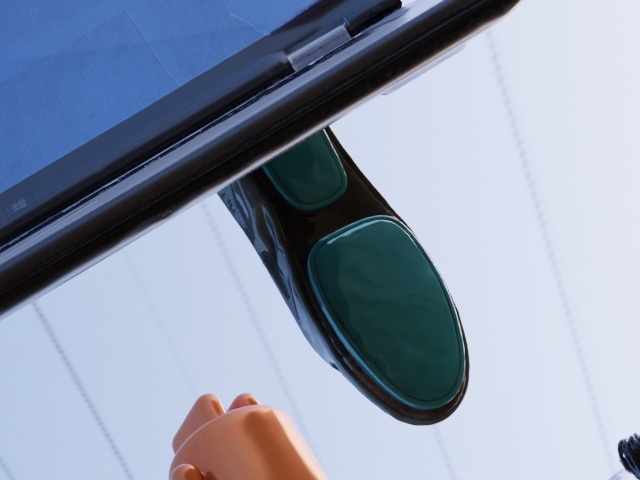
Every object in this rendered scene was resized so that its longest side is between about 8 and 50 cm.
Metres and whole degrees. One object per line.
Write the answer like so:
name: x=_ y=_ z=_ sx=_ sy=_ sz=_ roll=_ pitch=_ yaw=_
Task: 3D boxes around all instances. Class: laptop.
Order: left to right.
laptop: x=-0.171 y=-0.087 z=0.686 sx=0.382 sy=0.408 sz=0.236 roll=-32 pitch=-84 yaw=-2

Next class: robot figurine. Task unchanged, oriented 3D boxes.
robot figurine: x=-0.051 y=0.231 z=1.481 sx=0.128 sy=0.219 sz=0.158 roll=-34 pitch=-35 yaw=-1

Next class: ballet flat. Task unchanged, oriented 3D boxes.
ballet flat: x=0.000 y=0.000 z=0.814 sx=0.072 sy=0.213 sz=0.068 roll=-22 pitch=-18 yaw=-27

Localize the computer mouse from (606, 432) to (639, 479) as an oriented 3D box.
computer mouse: x=0.212 y=0.183 z=1.132 sx=0.106 sy=0.042 sz=0.193 roll=68 pitch=-160 yaw=8
